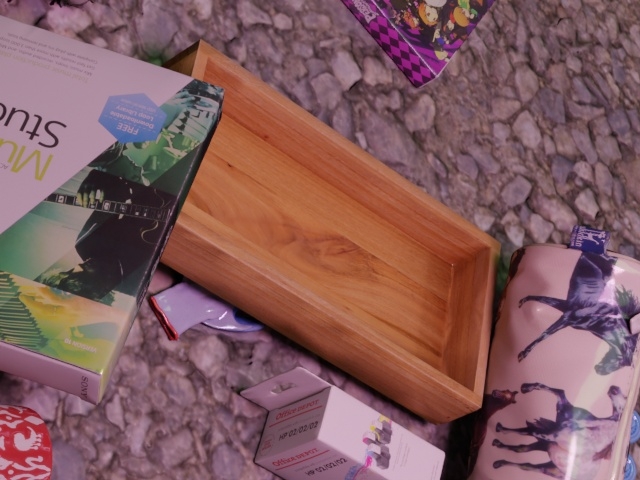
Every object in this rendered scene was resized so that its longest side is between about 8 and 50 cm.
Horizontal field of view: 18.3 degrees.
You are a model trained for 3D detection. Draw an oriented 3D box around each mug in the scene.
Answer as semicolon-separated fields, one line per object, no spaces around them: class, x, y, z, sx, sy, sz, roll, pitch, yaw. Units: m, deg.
mug;-0.310;0.159;1.617;0.169;0.113;0.150;8;87;-41

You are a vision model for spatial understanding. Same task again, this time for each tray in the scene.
tray;0.000;0.000;1.942;0.411;0.076;0.203;33;49;-30

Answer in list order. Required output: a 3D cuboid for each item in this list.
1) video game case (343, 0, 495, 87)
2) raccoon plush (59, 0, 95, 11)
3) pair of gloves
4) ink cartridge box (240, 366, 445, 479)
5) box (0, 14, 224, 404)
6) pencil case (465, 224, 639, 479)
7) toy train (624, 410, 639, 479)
video game case;0.091;-0.317;2.185;0.232;0.042;0.210;49;51;-14
raccoon plush;-0.243;-0.439;1.867;0.299;0.216;0.446;37;52;-32
pair of gloves;-0.118;0.006;1.899;0.159;0.023;0.198;-28;91;-42
ink cartridge box;0.014;0.196;1.874;0.181;0.104;0.061;33;54;-24
box;-0.242;-0.035;1.719;0.232;0.058;0.322;18;58;3
pencil case;0.239;0.199;1.970;0.160;0.183;0.410;27;69;-40
toy train;0.274;0.235;2.094;0.105;0.080;0.184;21;62;-21
